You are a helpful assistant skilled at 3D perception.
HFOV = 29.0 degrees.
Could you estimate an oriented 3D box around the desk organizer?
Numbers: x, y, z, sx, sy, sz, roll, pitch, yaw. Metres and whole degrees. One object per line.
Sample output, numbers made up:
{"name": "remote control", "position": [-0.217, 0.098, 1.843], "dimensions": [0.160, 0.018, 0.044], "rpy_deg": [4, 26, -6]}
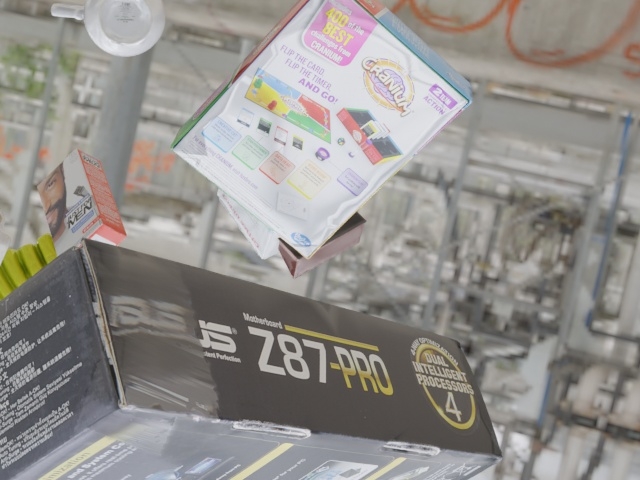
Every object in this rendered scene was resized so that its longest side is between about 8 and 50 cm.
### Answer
{"name": "desk organizer", "position": [0.000, 0.000, 1.765], "dimensions": [0.130, 0.050, 0.047], "rpy_deg": [-29, -119, -30]}

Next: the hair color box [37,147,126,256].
{"name": "hair color box", "position": [-0.347, -0.043, 1.789], "dimensions": [0.053, 0.093, 0.167], "rpy_deg": [32, -157, -44]}

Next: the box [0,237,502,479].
{"name": "box", "position": [-0.138, 0.163, 0.716], "dimensions": [0.395, 0.097, 0.318], "rpy_deg": [-35, 150, 27]}

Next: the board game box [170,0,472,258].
{"name": "board game box", "position": [0.000, -0.159, 1.589], "dimensions": [0.242, 0.316, 0.064], "rpy_deg": [40, -155, -16]}

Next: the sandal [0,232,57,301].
{"name": "sandal", "position": [-0.450, 0.065, 1.925], "dimensions": [0.317, 0.126, 0.138], "rpy_deg": [-20, 152, -7]}

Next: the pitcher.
{"name": "pitcher", "position": [-0.337, -0.357, 1.954], "dimensions": [0.178, 0.125, 0.207], "rpy_deg": [-3, -166, -10]}

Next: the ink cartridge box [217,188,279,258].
{"name": "ink cartridge box", "position": [-0.085, -0.089, 2.075], "dimensions": [0.093, 0.154, 0.212], "rpy_deg": [-26, 161, -28]}

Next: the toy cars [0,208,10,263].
{"name": "toy cars", "position": [-0.433, 0.002, 1.535], "dimensions": [0.087, 0.176, 0.393], "rpy_deg": [26, 175, -13]}
